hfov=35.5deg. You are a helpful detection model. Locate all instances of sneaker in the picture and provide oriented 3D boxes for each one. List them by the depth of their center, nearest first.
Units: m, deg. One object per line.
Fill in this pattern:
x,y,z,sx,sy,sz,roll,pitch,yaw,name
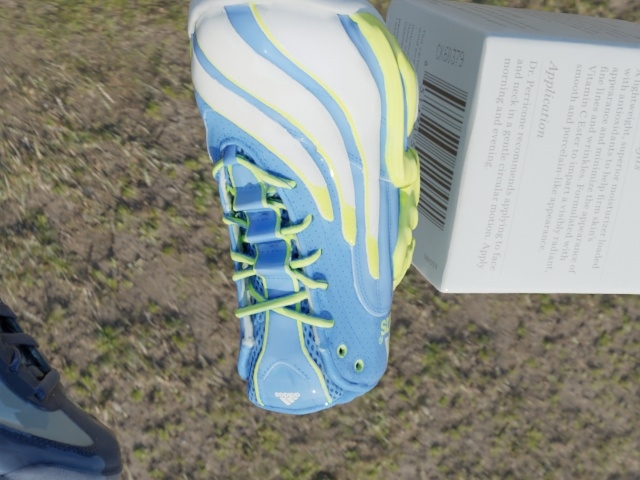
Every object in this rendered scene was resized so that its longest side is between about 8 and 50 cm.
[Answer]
0.000,0.000,0.424,0.091,0.126,0.240,-2,152,14,sneaker
-0.234,0.038,0.604,0.319,0.112,0.131,37,90,-13,sneaker

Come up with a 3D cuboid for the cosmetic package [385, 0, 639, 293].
0.141,-0.062,0.628,0.183,0.151,0.151,2,110,-18,cosmetic package
